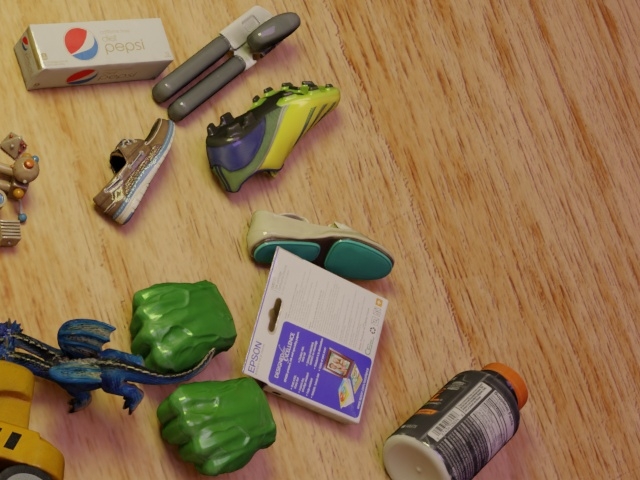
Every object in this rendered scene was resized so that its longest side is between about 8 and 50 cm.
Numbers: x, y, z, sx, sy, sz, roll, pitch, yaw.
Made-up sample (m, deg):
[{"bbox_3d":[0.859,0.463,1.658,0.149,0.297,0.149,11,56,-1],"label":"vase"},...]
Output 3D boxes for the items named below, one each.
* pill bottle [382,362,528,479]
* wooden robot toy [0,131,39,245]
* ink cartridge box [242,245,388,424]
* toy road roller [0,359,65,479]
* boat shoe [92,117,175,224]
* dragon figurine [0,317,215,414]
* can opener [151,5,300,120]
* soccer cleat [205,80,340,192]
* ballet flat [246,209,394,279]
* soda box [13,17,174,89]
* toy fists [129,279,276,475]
[{"bbox_3d":[0.214,0.282,1.940,0.245,0.130,0.130,-36,91,-39],"label":"pill bottle"},{"bbox_3d":[-0.412,-0.084,1.721,0.076,0.079,0.173,19,60,-26],"label":"wooden robot toy"},{"bbox_3d":[-0.012,0.142,1.895,0.208,0.045,0.206,27,64,-24],"label":"ink cartridge box"},{"bbox_3d":[-0.456,0.248,1.475,0.329,0.202,0.240,23,46,-29],"label":"toy road roller"},{"bbox_3d":[-0.266,-0.113,1.839,0.066,0.066,0.183,33,55,-16],"label":"boat shoe"},{"bbox_3d":[-0.289,0.154,1.619,0.144,0.289,0.085,53,40,-54],"label":"dragon figurine"},{"bbox_3d":[-0.146,-0.287,1.988,0.074,0.093,0.280,50,56,-6],"label":"can opener"},{"bbox_3d":[-0.070,-0.165,1.998,0.289,0.093,0.121,-34,120,-43],"label":"soccer cleat"},{"bbox_3d":[0.000,0.000,1.963,0.248,0.086,0.086,11,63,-28],"label":"ballet flat"},{"bbox_3d":[-0.328,-0.273,1.869,0.216,0.069,0.074,-11,75,-36],"label":"soda box"},{"bbox_3d":[-0.175,0.187,1.750,0.142,0.096,0.279,-11,74,-47],"label":"toy fists"}]
